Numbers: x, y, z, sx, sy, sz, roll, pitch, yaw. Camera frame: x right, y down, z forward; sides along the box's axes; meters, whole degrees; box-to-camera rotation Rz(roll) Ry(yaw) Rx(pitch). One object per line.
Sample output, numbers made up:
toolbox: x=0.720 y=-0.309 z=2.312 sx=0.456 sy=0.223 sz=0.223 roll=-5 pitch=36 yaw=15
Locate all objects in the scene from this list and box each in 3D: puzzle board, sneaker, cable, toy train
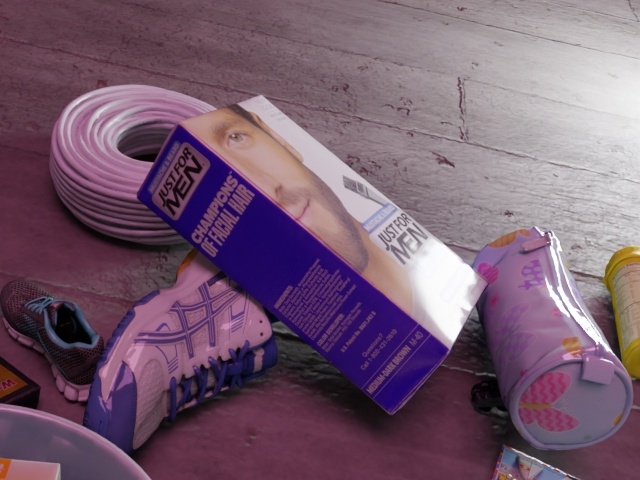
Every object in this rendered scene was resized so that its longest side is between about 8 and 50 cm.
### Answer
puzzle board: x=0.225 y=0.257 z=0.739 sx=0.128 sy=0.011 sz=0.096 roll=24 pitch=40 yaw=11
sneaker: x=-0.110 y=0.101 z=0.750 sx=0.131 sy=0.111 sz=0.296 roll=22 pitch=41 yaw=9
cable: x=-0.209 y=-0.103 z=0.981 sx=0.257 sy=0.089 sz=0.257 roll=-1 pitch=41 yaw=-17
toy train: x=0.238 y=0.165 z=0.842 sx=0.158 sy=0.027 sz=0.036 roll=1 pitch=30 yaw=-14
sneaker: x=-0.259 y=0.080 z=0.759 sx=0.166 sy=0.076 sz=0.065 roll=36 pitch=43 yaw=25

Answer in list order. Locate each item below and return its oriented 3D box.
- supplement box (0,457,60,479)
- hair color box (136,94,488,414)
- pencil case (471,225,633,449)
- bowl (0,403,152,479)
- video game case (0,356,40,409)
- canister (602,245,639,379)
supplement box: x=-0.191 y=0.175 z=0.440 sx=0.062 sy=0.036 sz=0.098 roll=8 pitch=39 yaw=-9
hair color box: x=0.000 y=0.000 z=0.811 sx=0.339 sy=0.110 sz=0.185 roll=38 pitch=29 yaw=7
pencil case: x=0.236 y=0.093 z=0.815 sx=0.113 sy=0.124 sz=0.273 roll=31 pitch=26 yaw=-13
bowl: x=-0.236 y=0.271 z=0.469 sx=0.312 sy=0.163 sz=0.311 roll=7 pitch=40 yaw=-6
video game case: x=-0.428 y=0.125 z=0.644 sx=0.248 sy=0.035 sz=0.275 roll=29 pitch=27 yaw=19
canister: x=0.421 y=0.094 z=0.941 sx=0.126 sy=0.073 sz=0.170 roll=14 pitch=41 yaw=1
